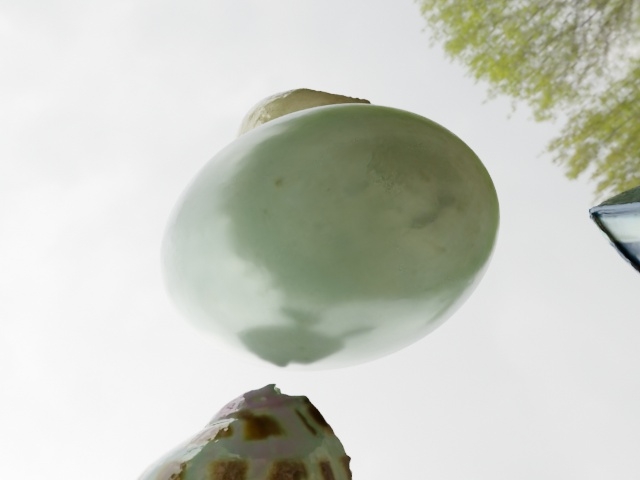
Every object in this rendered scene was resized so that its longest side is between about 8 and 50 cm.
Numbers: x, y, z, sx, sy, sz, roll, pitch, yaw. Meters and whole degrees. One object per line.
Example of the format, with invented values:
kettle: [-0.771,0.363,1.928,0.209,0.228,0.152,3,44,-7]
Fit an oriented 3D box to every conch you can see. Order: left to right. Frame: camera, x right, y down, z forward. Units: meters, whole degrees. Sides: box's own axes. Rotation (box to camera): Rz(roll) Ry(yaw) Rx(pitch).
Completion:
conch: [-0.103,0.342,0.817,0.197,0.250,0.367,-25,-62,-63]

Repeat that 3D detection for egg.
egg: [0.000,0.000,0.843,0.276,0.389,0.276,37,-134,-50]

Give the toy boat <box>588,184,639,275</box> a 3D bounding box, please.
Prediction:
toy boat: [0.304,-0.028,0.426,0.096,0.299,0.061,-50,-55,-63]

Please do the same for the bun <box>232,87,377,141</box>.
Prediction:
bun: [0.004,-0.073,1.062,0.287,0.287,0.146,32,-119,-13]
